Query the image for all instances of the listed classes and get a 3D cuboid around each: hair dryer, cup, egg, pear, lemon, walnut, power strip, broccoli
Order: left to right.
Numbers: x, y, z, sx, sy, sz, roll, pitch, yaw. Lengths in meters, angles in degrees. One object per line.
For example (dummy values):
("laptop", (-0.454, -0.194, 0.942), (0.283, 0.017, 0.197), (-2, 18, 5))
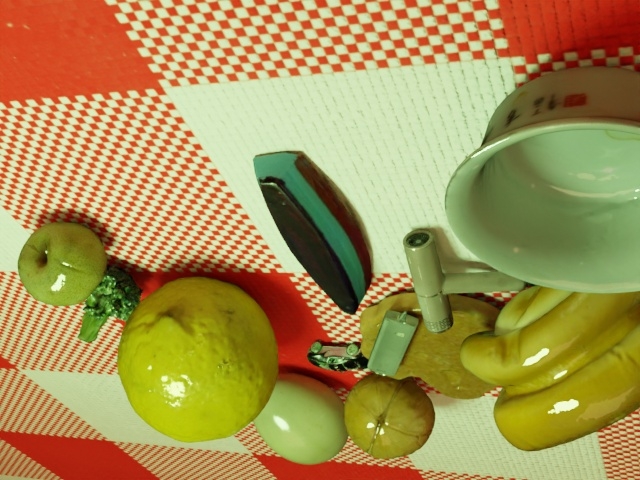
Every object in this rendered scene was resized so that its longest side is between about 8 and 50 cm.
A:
("pear", (-0.476, 0.043, 1.665), (0.167, 0.167, 0.137), (-7, 154, 31))
("broccoli", (-0.429, 0.128, 1.776), (0.167, 0.160, 0.154), (21, 171, 25))
("lemon", (-0.232, 0.230, 1.727), (0.336, 0.336, 0.336), (10, 148, 6))
("egg", (-0.049, 0.398, 2.023), (0.254, 0.188, 0.189), (39, 142, -19))
("walnut", (0.148, 0.365, 1.886), (0.193, 0.193, 0.226), (0, 175, 22))
("power strip", (0.134, 0.186, 1.660), (0.060, 0.027, 0.252), (15, 146, 2))
("hair dryer", (0.261, 0.055, 1.473), (0.221, 0.053, 0.195), (-11, 127, 13))
("cup", (0.339, -0.089, 1.115), (0.347, 0.163, 0.347), (11, 148, 7))

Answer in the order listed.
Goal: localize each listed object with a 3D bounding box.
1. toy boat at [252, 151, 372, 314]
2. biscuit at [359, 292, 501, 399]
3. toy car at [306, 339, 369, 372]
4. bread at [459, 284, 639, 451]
("toy boat", (0.000, 0.000, 1.489), (0.136, 0.079, 0.392), (-2, 142, 27))
("biscuit", (0.229, 0.199, 1.717), (0.312, 0.057, 0.351), (9, 146, 10))
("toy car", (0.040, 0.249, 1.876), (0.142, 0.055, 0.069), (0, 149, 25))
("bread", (0.430, 0.158, 1.412), (0.329, 0.245, 0.424), (-11, 158, -42))
